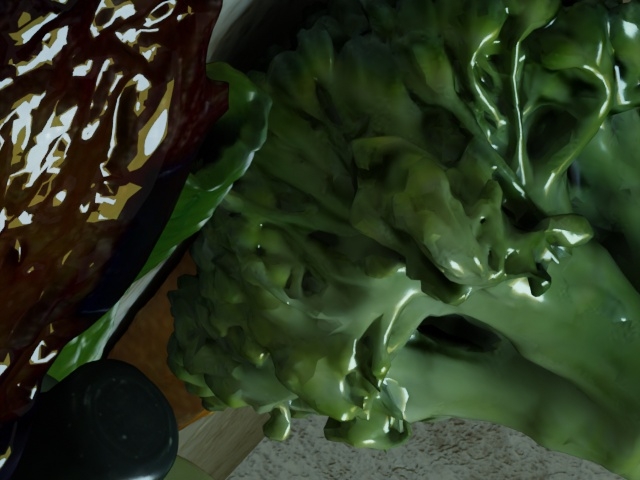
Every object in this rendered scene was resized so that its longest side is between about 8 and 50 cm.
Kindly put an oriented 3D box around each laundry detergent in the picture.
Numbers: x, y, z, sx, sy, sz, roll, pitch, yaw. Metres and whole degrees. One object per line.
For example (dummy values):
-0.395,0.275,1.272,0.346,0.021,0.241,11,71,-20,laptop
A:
-0.113,0.097,0.560,0.226,0.070,0.099,-37,-137,43,laundry detergent

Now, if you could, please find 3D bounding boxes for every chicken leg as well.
-0.125,0.039,0.415,0.177,0.083,0.322,-24,154,-55,chicken leg

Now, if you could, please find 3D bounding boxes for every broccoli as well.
0.065,0.019,0.748,0.248,0.245,0.288,-46,154,8,broccoli

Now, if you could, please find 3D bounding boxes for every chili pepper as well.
-0.104,0.058,0.643,0.085,0.076,0.359,-15,153,-29,chili pepper

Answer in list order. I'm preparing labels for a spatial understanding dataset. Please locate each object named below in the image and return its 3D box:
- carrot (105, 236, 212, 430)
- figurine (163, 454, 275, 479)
0.000,0.000,1.017,0.307,0.100,0.258,-38,172,-19,carrot
-0.107,0.191,1.023,0.180,0.153,0.262,-3,177,-6,figurine
